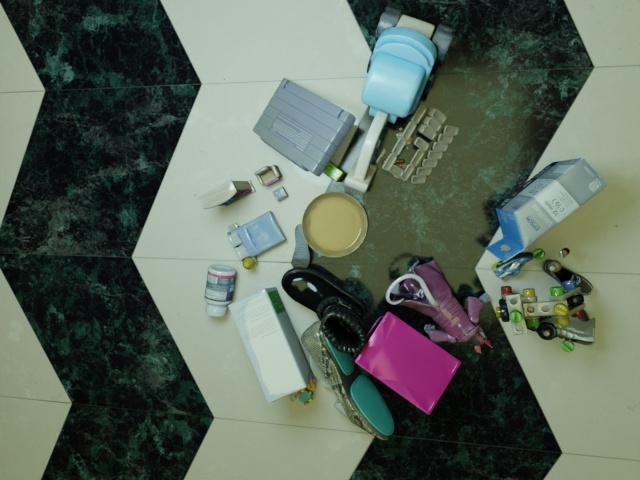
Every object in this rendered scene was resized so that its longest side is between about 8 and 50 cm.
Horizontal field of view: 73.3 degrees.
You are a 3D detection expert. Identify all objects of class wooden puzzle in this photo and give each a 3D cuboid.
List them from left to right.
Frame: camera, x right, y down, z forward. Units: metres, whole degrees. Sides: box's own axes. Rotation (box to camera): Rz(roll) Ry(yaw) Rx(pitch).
[{"bbox_3d":[0.294,-0.355,1.497,0.049,0.006,0.083,-15,95,12],"label":"wooden puzzle"}]

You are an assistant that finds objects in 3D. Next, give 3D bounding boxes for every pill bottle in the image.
[{"bbox_3d":[-0.387,0.191,1.644,0.108,0.108,0.180,12,100,8],"label":"pill bottle"}]

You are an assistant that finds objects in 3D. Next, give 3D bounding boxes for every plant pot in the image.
[{"bbox_3d":[0.050,-0.058,1.551,0.237,0.032,0.236,0,93,-1],"label":"plant pot"}]

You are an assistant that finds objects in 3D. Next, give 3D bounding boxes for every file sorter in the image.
[{"bbox_3d":[0.285,0.417,1.498,0.291,0.182,0.202,35,79,5],"label":"file sorter"}]

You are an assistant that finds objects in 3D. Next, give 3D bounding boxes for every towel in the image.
[{"bbox_3d":[0.000,0.000,1.587,0.067,0.029,0.119,-17,93,5],"label":"towel"}]

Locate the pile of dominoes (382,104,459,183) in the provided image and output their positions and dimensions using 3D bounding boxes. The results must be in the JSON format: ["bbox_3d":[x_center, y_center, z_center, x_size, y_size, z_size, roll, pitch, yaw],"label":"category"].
[{"bbox_3d":[0.332,-0.317,1.446,0.196,0.040,0.251,23,106,-34],"label":"pile of dominoes"}]

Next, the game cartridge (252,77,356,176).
[{"bbox_3d":[-0.066,-0.384,1.449,0.355,0.068,0.230,40,106,35],"label":"game cartridge"}]

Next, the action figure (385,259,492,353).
[{"bbox_3d":[0.427,0.224,1.432,0.370,0.276,0.248,43,97,16],"label":"action figure"}]

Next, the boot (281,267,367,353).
[{"bbox_3d":[0.007,0.231,1.483,0.348,0.260,0.131,24,109,1],"label":"boot"}]

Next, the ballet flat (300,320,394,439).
[{"bbox_3d":[0.083,0.524,1.599,0.182,0.164,0.482,-35,84,34],"label":"ballet flat"}]

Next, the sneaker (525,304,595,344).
[{"bbox_3d":[0.811,0.262,1.464,0.229,0.086,0.132,14,77,19],"label":"sneaker"}]

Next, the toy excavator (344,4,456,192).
[{"bbox_3d":[0.203,-0.423,1.367,0.222,0.433,0.445,24,70,6],"label":"toy excavator"}]

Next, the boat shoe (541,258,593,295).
[{"bbox_3d":[0.830,0.132,1.437,0.183,0.066,0.066,30,102,5],"label":"boat shoe"}]

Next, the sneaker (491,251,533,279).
[{"bbox_3d":[0.663,0.086,1.471,0.144,0.053,0.059,-27,98,17],"label":"sneaker"}]

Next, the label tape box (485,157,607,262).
[{"bbox_3d":[0.656,-0.098,1.343,0.348,0.249,0.115,-40,90,13],"label":"label tape box"}]

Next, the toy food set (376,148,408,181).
[{"bbox_3d":[0.261,-0.268,1.508,0.122,0.019,0.077,31,102,5],"label":"toy food set"}]

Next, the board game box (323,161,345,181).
[{"bbox_3d":[0.001,-0.277,1.517,0.181,0.092,0.043,38,102,3],"label":"board game box"}]

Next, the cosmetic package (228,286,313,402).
[{"bbox_3d":[-0.175,0.366,1.552,0.155,0.197,0.365,-25,85,4],"label":"cosmetic package"}]

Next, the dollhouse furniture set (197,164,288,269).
[{"bbox_3d":[-0.232,-0.073,1.534,0.287,0.198,0.303,-26,93,13],"label":"dollhouse furniture set"}]

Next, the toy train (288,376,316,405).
[{"bbox_3d":[-0.070,0.553,1.672,0.125,0.046,0.166,12,106,25],"label":"toy train"}]

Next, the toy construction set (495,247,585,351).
[{"bbox_3d":[0.676,0.169,1.317,0.258,0.237,0.308,20,103,31],"label":"toy construction set"}]

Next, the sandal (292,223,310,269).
[{"bbox_3d":[-0.068,0.030,1.604,0.067,0.040,0.179,2,84,5],"label":"sandal"}]
